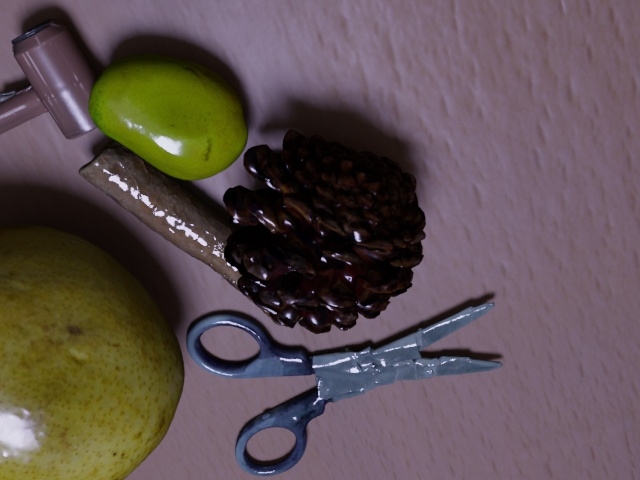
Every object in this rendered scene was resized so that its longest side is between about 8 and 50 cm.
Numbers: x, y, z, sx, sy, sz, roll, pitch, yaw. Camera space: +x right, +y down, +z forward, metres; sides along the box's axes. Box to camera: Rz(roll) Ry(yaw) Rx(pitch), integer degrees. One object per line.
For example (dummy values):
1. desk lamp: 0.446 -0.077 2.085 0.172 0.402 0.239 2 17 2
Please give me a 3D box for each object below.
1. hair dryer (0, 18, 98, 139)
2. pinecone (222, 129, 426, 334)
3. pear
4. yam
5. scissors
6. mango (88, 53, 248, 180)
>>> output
1. hair dryer: -0.319 -0.145 0.831 0.182 0.064 0.117 -22 114 15
2. pinecone: 0.000 0.000 0.822 0.222 0.221 0.221 0 115 -1
3. pear: -0.298 0.142 0.840 0.304 0.304 0.303 0 115 -1
4. yam: -0.134 -0.005 0.892 0.300 0.066 0.066 40 108 -17
5. scissors: 0.040 0.162 0.993 0.384 0.029 0.256 -17 114 9
6. mango: -0.149 -0.131 0.810 0.163 0.089 0.117 34 88 -28
